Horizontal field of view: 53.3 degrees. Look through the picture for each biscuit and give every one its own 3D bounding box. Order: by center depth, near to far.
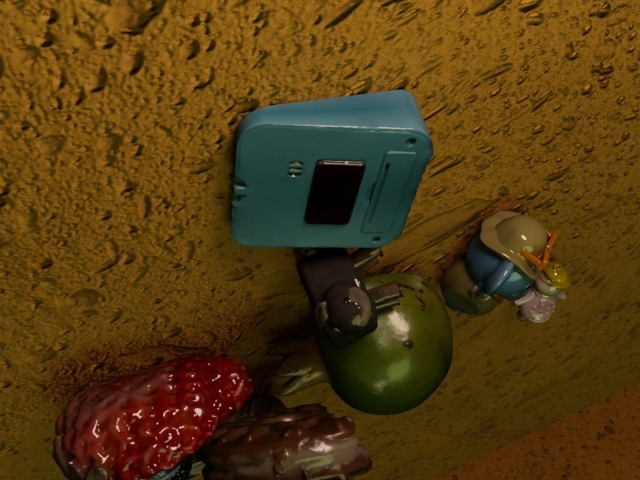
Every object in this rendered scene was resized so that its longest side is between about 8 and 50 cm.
[{"bbox_3d":[-0.076,0.360,1.100,0.268,0.115,0.366,-9,169,-11],"label":"biscuit"}]

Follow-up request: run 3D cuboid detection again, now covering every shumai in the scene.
[{"bbox_3d":[-0.166,0.422,1.377,0.185,0.184,0.218,14,154,3],"label":"shumai"}]

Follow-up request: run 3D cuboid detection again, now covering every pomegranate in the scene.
[{"bbox_3d":[0.088,0.225,1.191,0.358,0.216,0.310,-19,149,-9],"label":"pomegranate"}]

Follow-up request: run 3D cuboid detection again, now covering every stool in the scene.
[{"bbox_3d":[0.053,0.089,0.998,0.139,0.228,0.153,-25,119,-4],"label":"stool"}]

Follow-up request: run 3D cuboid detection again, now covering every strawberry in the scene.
[{"bbox_3d":[-0.280,0.276,1.070,0.336,0.149,0.265,-27,-176,-35],"label":"strawberry"}]

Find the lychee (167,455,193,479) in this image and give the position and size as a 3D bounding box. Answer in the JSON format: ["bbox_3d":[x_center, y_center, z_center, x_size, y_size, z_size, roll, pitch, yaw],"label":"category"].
[{"bbox_3d":[-0.334,0.425,1.240,0.171,0.171,0.171,-18,146,-13],"label":"lychee"}]

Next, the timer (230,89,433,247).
[{"bbox_3d":[0.003,-0.090,0.860,0.250,0.091,0.232,-2,142,-14],"label":"timer"}]

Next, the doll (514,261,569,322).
[{"bbox_3d":[0.505,0.120,1.452,0.129,0.081,0.207,-4,139,-10],"label":"doll"}]

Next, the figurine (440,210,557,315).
[{"bbox_3d":[0.329,0.045,1.198,0.180,0.154,0.262,-23,165,-22],"label":"figurine"}]

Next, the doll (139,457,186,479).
[{"bbox_3d":[-0.273,0.380,1.145,0.195,0.070,0.096,-38,170,-38],"label":"doll"}]

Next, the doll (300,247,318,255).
[{"bbox_3d":[0.002,-0.003,0.984,0.085,0.040,0.058,-23,159,2],"label":"doll"}]

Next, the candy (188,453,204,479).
[{"bbox_3d":[-0.329,0.472,1.358,0.160,0.092,0.073,-16,145,-16],"label":"candy"}]
